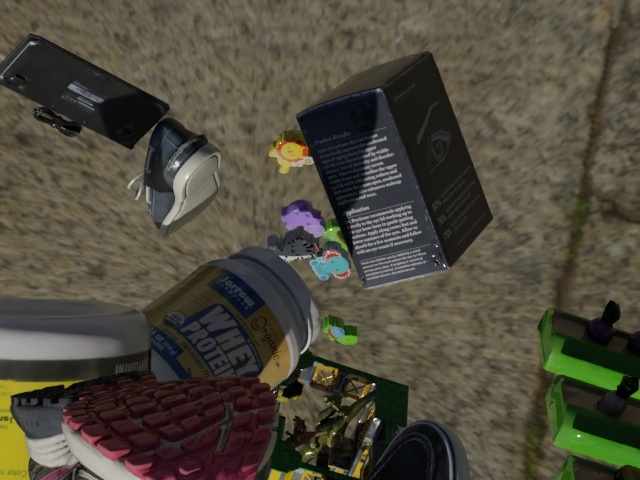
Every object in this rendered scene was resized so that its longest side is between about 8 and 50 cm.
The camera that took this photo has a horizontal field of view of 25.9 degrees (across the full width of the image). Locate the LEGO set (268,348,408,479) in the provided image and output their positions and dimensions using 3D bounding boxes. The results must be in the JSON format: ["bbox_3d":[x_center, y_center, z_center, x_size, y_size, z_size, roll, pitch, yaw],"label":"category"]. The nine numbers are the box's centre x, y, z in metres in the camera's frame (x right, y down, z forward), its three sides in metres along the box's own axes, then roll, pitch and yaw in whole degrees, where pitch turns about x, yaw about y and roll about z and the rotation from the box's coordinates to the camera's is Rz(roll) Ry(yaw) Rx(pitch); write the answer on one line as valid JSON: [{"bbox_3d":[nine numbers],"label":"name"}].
[{"bbox_3d":[-0.006,0.314,1.918,0.254,0.331,0.192,14,122,-13],"label":"LEGO set"}]

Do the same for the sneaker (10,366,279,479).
[{"bbox_3d":[-0.103,0.142,0.849,0.120,0.299,0.112,-10,90,-23],"label":"sneaker"}]

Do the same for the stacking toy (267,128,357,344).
[{"bbox_3d":[0.000,0.000,1.647,0.052,0.221,0.167,-16,46,17],"label":"stacking toy"}]

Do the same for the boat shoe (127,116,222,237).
[{"bbox_3d":[-0.176,-0.072,1.658,0.095,0.254,0.079,-43,84,-14],"label":"boat shoe"}]

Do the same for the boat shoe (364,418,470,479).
[{"bbox_3d":[0.043,0.293,1.289,0.108,0.102,0.301,13,67,39],"label":"boat shoe"}]

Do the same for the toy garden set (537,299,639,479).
[{"bbox_3d":[0.222,0.123,0.709,0.203,0.244,0.049,18,120,-7],"label":"toy garden set"}]

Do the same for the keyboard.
[{"bbox_3d":[-0.264,-0.155,1.515,0.180,0.023,0.108,27,128,-33],"label":"keyboard"}]

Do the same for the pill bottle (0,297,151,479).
[{"bbox_3d":[-0.230,0.218,1.101,0.187,0.188,0.334,2,93,-2],"label":"pill bottle"}]

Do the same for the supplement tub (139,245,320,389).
[{"bbox_3d":[-0.111,0.107,1.380,0.199,0.144,0.144,-38,89,-33],"label":"supplement tub"}]

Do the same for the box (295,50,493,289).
[{"bbox_3d":[0.082,-0.076,1.480,0.108,0.153,0.207,-15,103,30],"label":"box"}]
